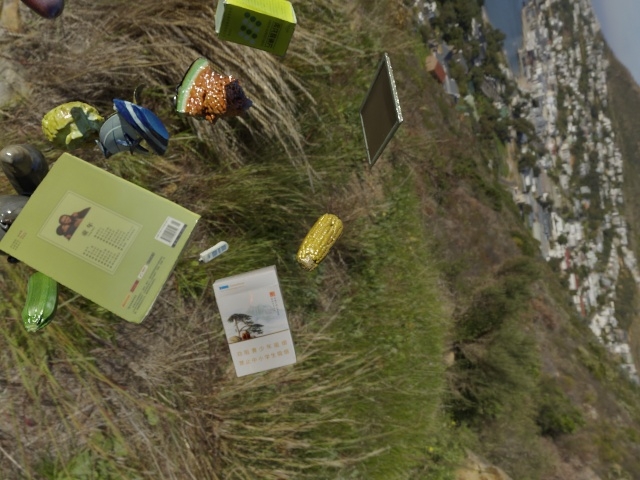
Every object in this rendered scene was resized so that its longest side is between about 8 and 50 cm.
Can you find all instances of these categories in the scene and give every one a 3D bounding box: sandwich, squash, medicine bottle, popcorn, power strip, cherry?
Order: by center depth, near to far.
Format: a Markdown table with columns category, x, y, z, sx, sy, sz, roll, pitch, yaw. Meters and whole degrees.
| category | x | y | z | sx | sy | sz | roll | pitch | yaw |
| --- | --- | --- | --- | --- | --- | --- | --- | --- | --- |
| squash | -0.719 | 0.150 | 1.069 | 0.077 | 0.219 | 0.068 | -12 | 128 | -18 |
| cherry | -0.851 | -0.728 | 1.215 | 0.188 | 0.115 | 0.148 | -11 | 95 | -62 |
| medicine bottle | -0.220 | -0.737 | 1.392 | 0.249 | 0.137 | 0.141 | 3 | 55 | -26 |
| popcorn | -0.955 | -0.438 | 1.609 | 0.184 | 0.204 | 0.221 | 59 | 30 | -8 |
| sandwich | -0.419 | -0.579 | 1.683 | 0.162 | 0.300 | 0.251 | 44 | 64 | -83 |
| power strip | -0.510 | 0.057 | 1.970 | 0.191 | 0.030 | 0.048 | -38 | 132 | -44 |

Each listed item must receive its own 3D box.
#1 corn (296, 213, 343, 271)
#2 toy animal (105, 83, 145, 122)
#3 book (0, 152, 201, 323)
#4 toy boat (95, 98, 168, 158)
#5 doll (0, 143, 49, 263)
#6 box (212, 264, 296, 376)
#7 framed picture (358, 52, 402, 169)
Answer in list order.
| category | x | y | z | sx | sy | sz | roll | pitch | yaw |
| --- | --- | --- | --- | --- | --- | --- | --- | --- | --- |
| corn | 0.000 | 0.000 | 1.297 | 0.097 | 0.096 | 0.262 | 62 | 36 | -24 |
| toy animal | -0.761 | -0.511 | 1.688 | 0.095 | 0.155 | 0.219 | 39 | 74 | 3 |
| book | -0.438 | -0.014 | 0.831 | 0.240 | 0.351 | 0.035 | -63 | 169 | -12 |
| toy boat | -0.634 | -0.341 | 1.405 | 0.210 | 0.291 | 0.071 | 34 | 42 | -22 |
| doll | -0.985 | -0.120 | 1.310 | 0.252 | 0.382 | 0.380 | -21 | 97 | -19 |
| box | -0.153 | 0.190 | 0.986 | 0.067 | 0.149 | 0.234 | -134 | -149 | -80 |
| framed picture | 0.167 | -0.356 | 1.188 | 0.017 | 0.274 | 0.218 | -4 | 76 | -12 |
